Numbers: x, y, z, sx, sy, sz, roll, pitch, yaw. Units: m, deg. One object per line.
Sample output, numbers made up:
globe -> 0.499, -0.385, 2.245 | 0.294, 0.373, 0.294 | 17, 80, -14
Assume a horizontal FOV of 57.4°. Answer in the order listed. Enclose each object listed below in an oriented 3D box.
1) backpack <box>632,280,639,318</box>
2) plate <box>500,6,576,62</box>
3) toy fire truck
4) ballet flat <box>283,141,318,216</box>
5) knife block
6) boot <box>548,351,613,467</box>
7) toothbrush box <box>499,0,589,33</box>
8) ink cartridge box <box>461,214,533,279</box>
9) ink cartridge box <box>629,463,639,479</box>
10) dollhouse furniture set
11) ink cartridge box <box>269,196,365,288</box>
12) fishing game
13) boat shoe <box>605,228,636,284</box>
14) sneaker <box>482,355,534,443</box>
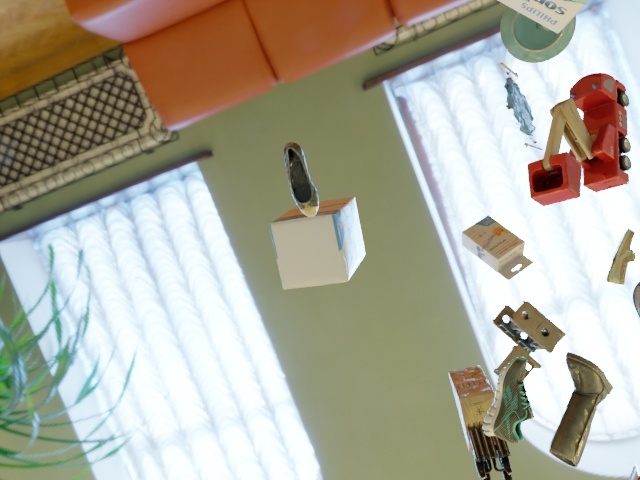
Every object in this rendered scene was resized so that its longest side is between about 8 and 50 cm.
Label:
backpack -> 0.923, 0.150, 1.430 | 0.213, 0.276, 0.263 | 10, 137, -35
plate -> 0.567, -0.561, 1.524 | 0.188, 0.188, 0.024 | -20, -171, 22
toy fire truck -> 0.301, -0.120, 0.676 | 0.135, 0.191, 0.047 | 20, 159, -31
ballet flat -> -0.048, -0.130, 1.285 | 0.058, 0.173, 0.049 | -14, -165, 16
knife block -> 0.403, 0.473, 1.466 | 0.088, 0.241, 0.275 | -12, -173, 6
boot -> 0.557, 0.374, 1.292 | 0.208, 0.190, 0.076 | -52, -156, -10
toothbrush box -> 0.305, -0.437, 0.733 | 0.126, 0.217, 0.295 | -63, -178, -19
ink cartridge box -> 0.499, 0.018, 1.644 | 0.104, 0.061, 0.181 | -32, -131, -16
ink cartridge box -> 0.840, 0.668, 1.517 | 0.072, 0.127, 0.175 | 19, 180, 27
dollhouse furniture set -> 0.480, 0.261, 1.455 | 0.183, 0.129, 0.129 | -47, 176, -12
ink cartridge box -> 0.000, 0.000, 1.722 | 0.197, 0.198, 0.270 | -8, -167, 17
fishing game -> 0.570, -0.382, 1.692 | 0.041, 0.263, 0.189 | -21, 168, 36
boat shoe -> 0.715, 0.040, 1.373 | 0.045, 0.135, 0.050 | 20, -169, 20
sneaker -> 0.357, 0.293, 1.062 | 0.076, 0.166, 0.065 | 22, -163, 40
